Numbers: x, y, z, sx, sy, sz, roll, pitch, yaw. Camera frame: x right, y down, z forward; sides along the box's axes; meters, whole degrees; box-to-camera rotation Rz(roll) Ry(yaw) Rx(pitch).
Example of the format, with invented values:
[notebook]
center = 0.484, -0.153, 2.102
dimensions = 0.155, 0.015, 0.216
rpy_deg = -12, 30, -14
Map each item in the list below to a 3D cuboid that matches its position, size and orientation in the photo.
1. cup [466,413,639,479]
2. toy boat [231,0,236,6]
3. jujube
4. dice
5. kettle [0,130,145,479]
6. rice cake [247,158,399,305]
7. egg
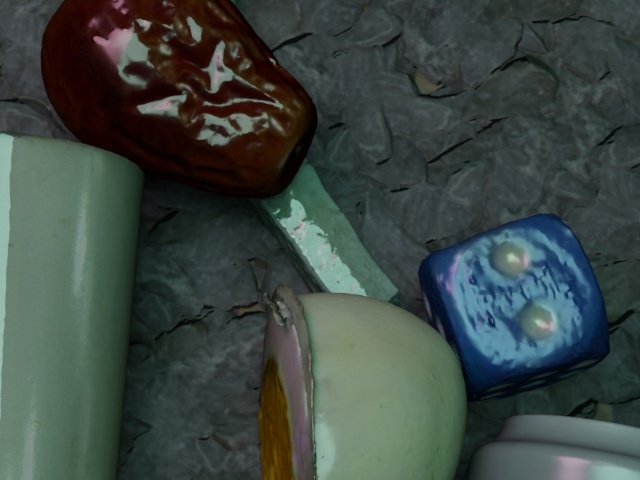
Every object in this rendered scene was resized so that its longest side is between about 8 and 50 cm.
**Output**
[cup]
center = 0.187, 0.314, 1.239
dimensions = 0.323, 0.237, 0.327
rpy_deg = 21, 74, -34
[toy boat]
center = -0.151, -0.238, 1.486
dimensions = 0.134, 0.079, 0.208
rpy_deg = -11, 87, 2
[jujube]
center = -0.126, -0.140, 1.359
dimensions = 0.255, 0.190, 0.190
rpy_deg = 31, 76, 6
[dice]
center = 0.177, 0.061, 1.376
dimensions = 0.143, 0.146, 0.146
rpy_deg = -17, 77, -5
[kettle]
center = -0.334, 0.119, 1.307
dimensions = 0.361, 0.250, 0.377
rpy_deg = -4, 77, 17
[rice cake]
center = 0.000, -0.001, 1.426
dimensions = 0.069, 0.063, 0.206
rpy_deg = -34, 81, -17
[egg]
center = 0.040, 0.181, 1.280
dimensions = 0.174, 0.264, 0.286
rpy_deg = 0, 74, -9
